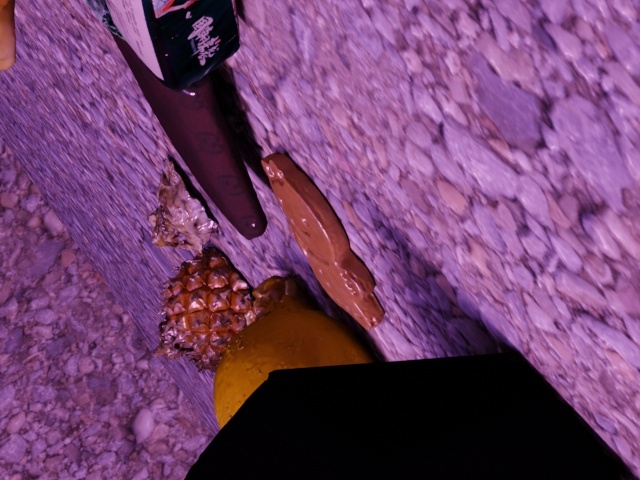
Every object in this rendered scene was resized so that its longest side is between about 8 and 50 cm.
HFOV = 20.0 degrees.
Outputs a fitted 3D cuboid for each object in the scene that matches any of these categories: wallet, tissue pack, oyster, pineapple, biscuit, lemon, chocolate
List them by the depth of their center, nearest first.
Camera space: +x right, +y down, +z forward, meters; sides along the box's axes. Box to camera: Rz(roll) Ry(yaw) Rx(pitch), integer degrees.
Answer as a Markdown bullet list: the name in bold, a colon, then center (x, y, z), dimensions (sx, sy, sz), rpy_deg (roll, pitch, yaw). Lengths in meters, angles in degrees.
- **tissue pack**: center (-0.120, -0.204, 1.387), dimensions (0.103, 0.090, 0.170), rpy_deg (51, 169, 20)
- **chocolate**: center (0.103, 0.310, 1.453), dimensions (0.384, 0.383, 0.331), rpy_deg (47, -176, 32)
- **biscuit**: center (0.002, 0.005, 1.644), dimensions (0.133, 0.027, 0.184), rpy_deg (47, 166, 41)
- **wallet**: center (-0.123, -0.117, 1.697), dimensions (0.182, 0.049, 0.229), rpy_deg (47, 166, 39)
- **lemon**: center (-0.021, 0.156, 1.808), dimensions (0.173, 0.173, 0.206), rpy_deg (98, 158, -73)
- **oyster**: center (-0.165, -0.026, 2.162), dimensions (0.108, 0.053, 0.166), rpy_deg (41, 158, 13)
- **pineapple**: center (-0.148, 0.107, 2.242), dimensions (0.161, 0.137, 0.176), rpy_deg (51, 169, 20)

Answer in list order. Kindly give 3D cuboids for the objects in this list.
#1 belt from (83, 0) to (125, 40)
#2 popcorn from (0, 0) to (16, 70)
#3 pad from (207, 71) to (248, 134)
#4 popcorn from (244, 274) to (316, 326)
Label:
- **belt**: center (-0.183, -0.232, 1.575), dimensions (0.151, 0.079, 0.121), rpy_deg (41, 159, 44)
- **popcorn**: center (-0.512, -0.317, 2.001), dimensions (0.390, 0.354, 0.344), rpy_deg (55, -173, -7)
- **pad**: center (-0.160, -0.214, 1.718), dimensions (0.265, 0.009, 0.159), rpy_deg (59, 168, -16)
- **popcorn**: center (-0.046, 0.079, 1.910), dimensions (0.084, 0.084, 0.084), rpy_deg (51, 168, 16)
